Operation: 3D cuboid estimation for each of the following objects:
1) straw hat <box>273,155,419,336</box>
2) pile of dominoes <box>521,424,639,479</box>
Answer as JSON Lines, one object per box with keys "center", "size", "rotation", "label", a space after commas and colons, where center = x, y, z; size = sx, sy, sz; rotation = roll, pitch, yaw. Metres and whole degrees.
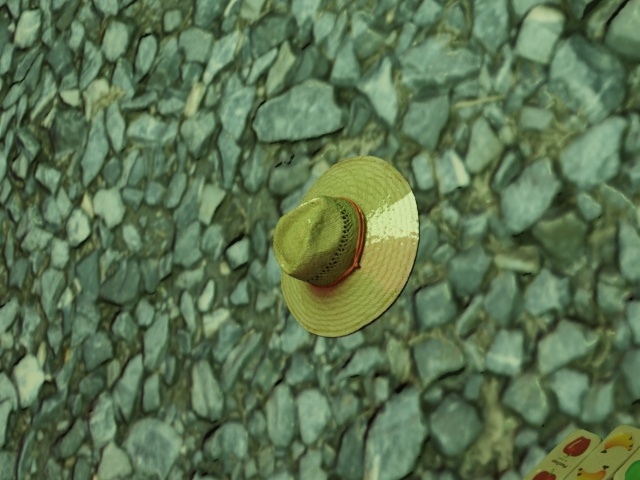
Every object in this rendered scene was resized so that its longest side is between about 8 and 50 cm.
{"center": [0.000, 0.000, 1.029], "size": [0.144, 0.061, 0.144], "rotation": [-14, 69, 42], "label": "straw hat"}
{"center": [0.180, 0.151, 0.746], "size": [0.251, 0.040, 0.196], "rotation": [-12, 30, 42], "label": "pile of dominoes"}
